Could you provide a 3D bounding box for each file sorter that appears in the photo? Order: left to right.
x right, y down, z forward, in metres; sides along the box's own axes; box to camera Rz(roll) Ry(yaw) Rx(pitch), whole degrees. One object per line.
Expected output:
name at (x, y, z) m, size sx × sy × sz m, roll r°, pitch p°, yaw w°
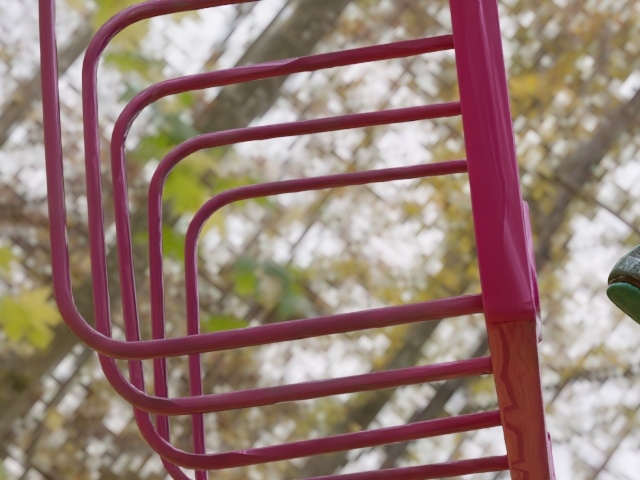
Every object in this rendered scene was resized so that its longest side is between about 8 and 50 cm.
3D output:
file sorter at (0.000, 0.000, 0.873) m, size 0.182 × 0.202 × 0.291 m, roll -7°, pitch -24°, yaw 5°

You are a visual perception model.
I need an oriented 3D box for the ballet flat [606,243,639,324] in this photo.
ballet flat at (0.279, 0.069, 1.385) m, size 0.188 × 0.070 × 0.070 m, roll 46°, pitch -16°, yaw -16°
